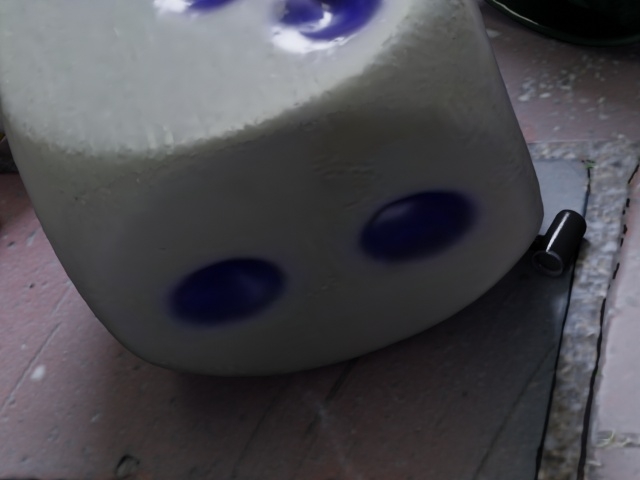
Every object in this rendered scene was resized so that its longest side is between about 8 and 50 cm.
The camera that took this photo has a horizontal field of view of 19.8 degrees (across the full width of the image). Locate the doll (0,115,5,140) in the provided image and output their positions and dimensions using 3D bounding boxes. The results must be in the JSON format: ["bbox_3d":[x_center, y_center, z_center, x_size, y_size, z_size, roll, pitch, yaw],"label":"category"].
[{"bbox_3d":[-0.233,-0.196,1.508,0.117,0.141,0.296,35,101,37],"label":"doll"}]

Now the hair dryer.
[{"bbox_3d":[0.148,-0.001,1.334,0.083,0.026,0.047,6,47,35],"label":"hair dryer"}]

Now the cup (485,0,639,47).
[{"bbox_3d":[0.291,-0.382,1.429,0.392,0.310,0.401,-43,15,-28],"label":"cup"}]

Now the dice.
[{"bbox_3d":[-0.031,-0.091,1.251,0.304,0.304,0.277,-20,55,6],"label":"dice"}]
